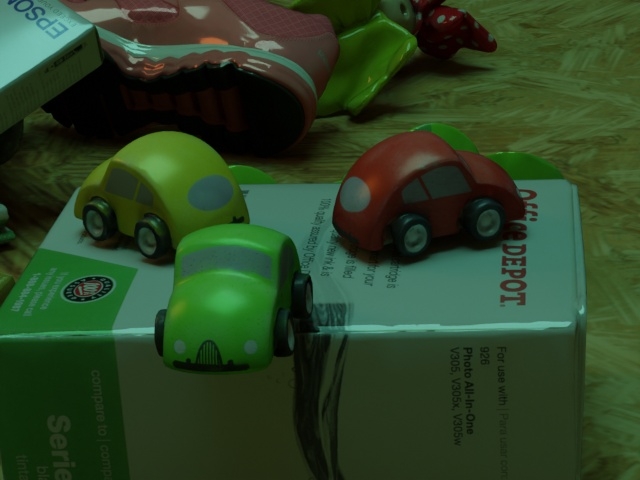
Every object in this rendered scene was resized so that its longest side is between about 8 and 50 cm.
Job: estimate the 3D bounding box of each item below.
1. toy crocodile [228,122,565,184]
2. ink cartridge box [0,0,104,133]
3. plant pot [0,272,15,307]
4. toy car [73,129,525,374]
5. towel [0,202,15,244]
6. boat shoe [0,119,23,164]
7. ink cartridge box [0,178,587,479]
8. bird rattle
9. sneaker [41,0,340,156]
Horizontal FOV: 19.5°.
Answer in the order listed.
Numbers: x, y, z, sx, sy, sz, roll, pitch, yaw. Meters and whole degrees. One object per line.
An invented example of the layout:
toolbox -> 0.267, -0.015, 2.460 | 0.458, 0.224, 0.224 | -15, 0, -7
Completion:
toy crocodile -> 0.000, 0.000, 1.180 | 0.340, 0.105, 0.115 | -13, -6, -21
ink cartridge box -> -0.314, -0.135, 1.365 | 0.223, 0.045, 0.224 | 35, 61, 31
plant pot -> -0.222, 0.069, 1.055 | 0.081, 0.081, 0.083 | 8, 33, 28
toy car -> -0.027, -0.004, 0.895 | 0.239, 0.053, 0.225 | 0, 22, 10
towel -> -0.401, -0.027, 1.406 | 0.248, 0.038, 0.325 | -16, 23, -28
boat shoe -> -0.299, -0.132, 1.537 | 0.105, 0.113, 0.306 | 21, 6, -22
ink cartridge box -> -0.006, 0.056, 0.980 | 0.289, 0.121, 0.211 | -1, 21, 8
bird rattle -> 0.026, -0.199, 1.687 | 0.207, 0.143, 0.253 | -12, 11, 29
sneaker -> -0.126, -0.159, 1.568 | 0.314, 0.116, 0.136 | 14, 47, 22
